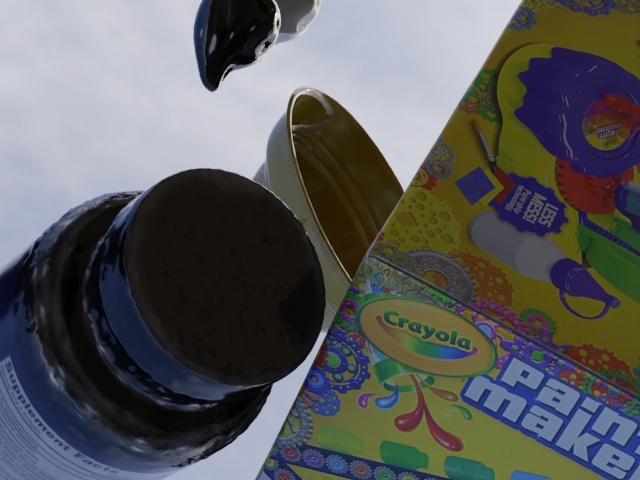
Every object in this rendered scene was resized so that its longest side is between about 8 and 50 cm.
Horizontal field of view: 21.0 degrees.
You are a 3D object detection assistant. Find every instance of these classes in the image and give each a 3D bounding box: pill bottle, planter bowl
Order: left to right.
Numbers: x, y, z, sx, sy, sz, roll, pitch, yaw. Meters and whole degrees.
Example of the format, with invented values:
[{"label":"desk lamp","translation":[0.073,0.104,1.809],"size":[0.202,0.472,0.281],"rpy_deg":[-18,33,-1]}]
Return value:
[{"label":"pill bottle","translation":[-0.095,0.051,0.767],"size":[0.123,0.219,0.122],"rpy_deg":[16,-119,-30]},{"label":"planter bowl","translation":[0.000,0.000,1.296],"size":[0.217,0.090,0.217],"rpy_deg":[49,-155,-33]}]

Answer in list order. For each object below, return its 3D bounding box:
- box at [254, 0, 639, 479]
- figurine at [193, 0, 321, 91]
[{"label":"box","translation":[0.102,0.060,0.870],"size":[0.177,0.279,0.290],"rpy_deg":[29,-140,4]},{"label":"figurine","translation":[-0.038,-0.226,1.288],"size":[0.092,0.209,0.215],"rpy_deg":[14,-164,10]}]
